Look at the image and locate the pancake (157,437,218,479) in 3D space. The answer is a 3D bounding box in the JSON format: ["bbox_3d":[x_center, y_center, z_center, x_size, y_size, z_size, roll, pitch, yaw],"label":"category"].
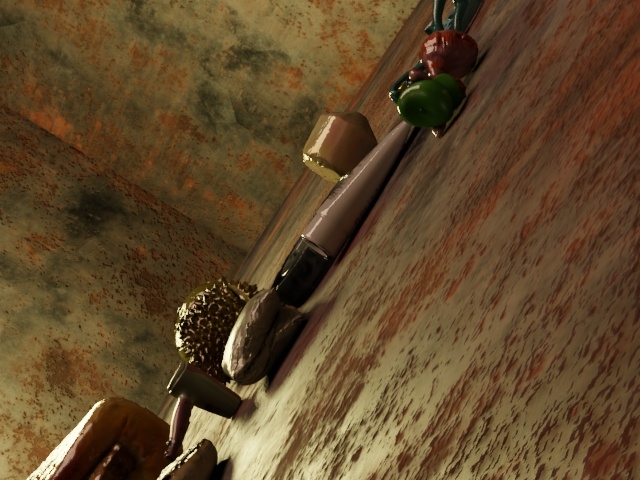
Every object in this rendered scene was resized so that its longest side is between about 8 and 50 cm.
[{"bbox_3d":[-0.255,0.407,1.404,0.387,0.082,0.387,-50,-1,-1],"label":"pancake"}]

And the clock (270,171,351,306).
[{"bbox_3d":[0.000,0.000,1.662,0.226,0.049,0.226,-57,4,6],"label":"clock"}]

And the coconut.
[{"bbox_3d":[0.038,-0.164,1.869,0.122,0.116,0.116,-58,5,-8],"label":"coconut"}]

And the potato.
[{"bbox_3d":[-0.252,0.186,2.437,0.169,0.143,0.248,-49,-1,-32],"label":"potato"}]

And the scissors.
[{"bbox_3d":[0.181,-0.277,1.631,0.180,0.032,0.393,-56,4,23],"label":"scissors"}]

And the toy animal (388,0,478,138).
[{"bbox_3d":[0.133,-0.211,1.325,0.103,0.100,0.208,-11,47,28],"label":"toy animal"}]

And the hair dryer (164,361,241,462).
[{"bbox_3d":[-0.188,0.258,1.589,0.054,0.106,0.154,-53,6,47],"label":"hair dryer"}]

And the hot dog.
[{"bbox_3d":[-0.416,0.467,1.911,0.405,0.185,0.223,-46,17,28],"label":"hot dog"}]

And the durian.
[{"bbox_3d":[-0.173,0.158,1.884,0.237,0.137,0.193,-56,6,34],"label":"durian"}]

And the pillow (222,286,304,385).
[{"bbox_3d":[-0.087,0.134,1.522,0.134,0.077,0.181,-59,4,-6],"label":"pillow"}]

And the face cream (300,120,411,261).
[{"bbox_3d":[0.062,-0.082,1.532,0.244,0.058,0.092,-54,-2,-10],"label":"face cream"}]
